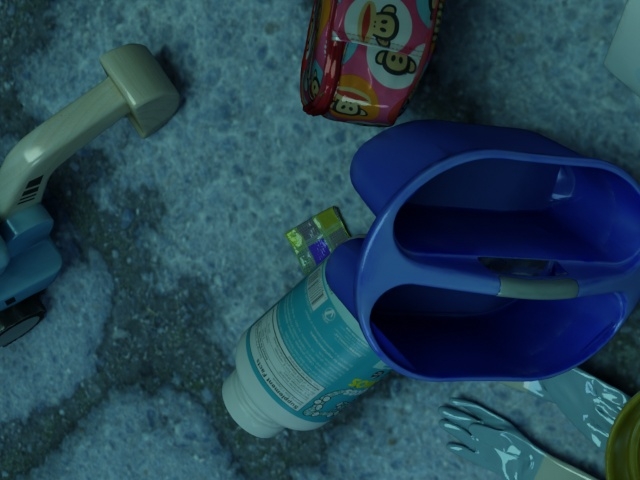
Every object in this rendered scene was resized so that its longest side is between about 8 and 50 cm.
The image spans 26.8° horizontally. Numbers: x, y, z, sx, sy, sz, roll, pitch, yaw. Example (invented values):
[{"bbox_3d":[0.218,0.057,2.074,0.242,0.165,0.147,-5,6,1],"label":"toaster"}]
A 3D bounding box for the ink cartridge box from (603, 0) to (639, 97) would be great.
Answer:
[{"bbox_3d":[0.407,-0.149,1.145,0.091,0.385,0.308,-43,76,-7],"label":"ink cartridge box"}]

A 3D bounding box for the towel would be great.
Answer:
[{"bbox_3d":[0.000,0.000,1.600,0.083,0.009,0.060,-27,88,31],"label":"towel"}]

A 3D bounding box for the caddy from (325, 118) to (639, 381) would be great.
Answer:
[{"bbox_3d":[0.171,0.016,1.328,0.179,0.341,0.241,43,125,56],"label":"caddy"}]

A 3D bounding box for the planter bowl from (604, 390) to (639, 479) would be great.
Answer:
[{"bbox_3d":[0.409,0.228,1.375,0.217,0.090,0.217,6,104,27],"label":"planter bowl"}]

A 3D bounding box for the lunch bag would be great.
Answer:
[{"bbox_3d":[0.058,-0.263,1.384,0.120,0.258,0.293,11,92,-4],"label":"lunch bag"}]

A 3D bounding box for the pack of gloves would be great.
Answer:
[{"bbox_3d":[0.247,0.200,1.499,0.232,0.046,0.195,31,125,23],"label":"pack of gloves"}]

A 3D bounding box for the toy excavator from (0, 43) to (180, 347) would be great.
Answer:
[{"bbox_3d":[-0.405,-0.033,1.676,0.222,0.433,0.445,56,148,8],"label":"toy excavator"}]

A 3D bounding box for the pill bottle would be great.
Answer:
[{"bbox_3d":[0.002,0.121,1.547,0.264,0.146,0.146,-42,79,30],"label":"pill bottle"}]
